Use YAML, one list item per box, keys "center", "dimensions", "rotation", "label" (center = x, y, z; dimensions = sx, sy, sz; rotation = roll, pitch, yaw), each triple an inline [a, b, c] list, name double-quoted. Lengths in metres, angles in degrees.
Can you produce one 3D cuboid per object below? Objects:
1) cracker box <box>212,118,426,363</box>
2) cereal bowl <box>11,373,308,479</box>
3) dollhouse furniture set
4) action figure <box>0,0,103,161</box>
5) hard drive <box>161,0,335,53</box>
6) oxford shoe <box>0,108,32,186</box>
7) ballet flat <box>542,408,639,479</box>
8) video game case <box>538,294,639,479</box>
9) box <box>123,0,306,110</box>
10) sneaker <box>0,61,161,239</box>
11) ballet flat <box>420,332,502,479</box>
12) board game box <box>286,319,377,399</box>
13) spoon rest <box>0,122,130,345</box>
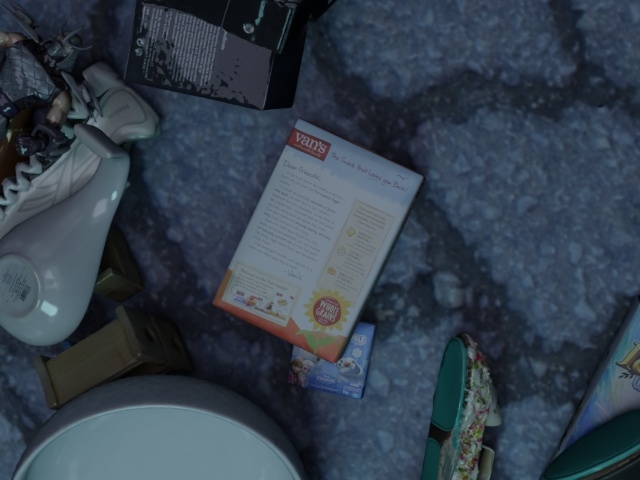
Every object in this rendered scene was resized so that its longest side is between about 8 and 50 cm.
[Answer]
- center: [0.000, 0.000, 1.433]
  dimensions: [0.156, 0.067, 0.232]
  rotation: [26, 94, 7]
  label: "cracker box"
- center: [-0.177, 0.289, 1.446]
  dimensions: [0.339, 0.141, 0.339]
  rotation: [0, 115, -1]
  label: "cereal bowl"
- center: [-0.257, 0.094, 1.488]
  dimensions: [0.129, 0.129, 0.183]
  rotation: [-31, 66, 13]
  label: "dollhouse furniture set"
- center: [-0.362, -0.139, 1.383]
  dimensions: [0.285, 0.099, 0.185]
  rotation: [-38, 78, 3]
  label: "action figure"
- center: [-0.143, -0.326, 1.347]
  dimensions: [0.339, 0.237, 0.064]
  rotation: [25, 123, 8]
  label: "hard drive"
- center: [-0.367, -0.128, 1.508]
  dimensions: [0.076, 0.076, 0.212]
  rotation: [31, 100, -25]
  label: "oxford shoe"
- center: [0.365, 0.200, 1.325]
  dimensions: [0.280, 0.095, 0.096]
  rotation: [-41, 99, 12]
  label: "ballet flat"
- center: [0.413, 0.228, 1.394]
  dimensions: [0.269, 0.061, 0.244]
  rotation: [27, 99, 7]
  label: "video game case"
- center: [-0.111, -0.202, 1.396]
  dimensions: [0.158, 0.156, 0.093]
  rotation: [12, 99, 9]
  label: "box"
- center: [-0.296, -0.060, 1.478]
  dimensions: [0.118, 0.110, 0.292]
  rotation: [36, 102, -4]
  label: "sneaker"
- center: [0.162, 0.220, 1.441]
  dimensions: [0.077, 0.091, 0.241]
  rotation: [6, 103, -21]
  label: "ballet flat"
- center: [0.013, 0.130, 1.478]
  dimensions: [0.090, 0.020, 0.090]
  rotation: [11, 97, 9]
  label: "board game box"
- center: [-0.281, -0.004, 1.394]
  dimensions: [0.137, 0.084, 0.276]
  rotation: [41, 115, 16]
  label: "spoon rest"
